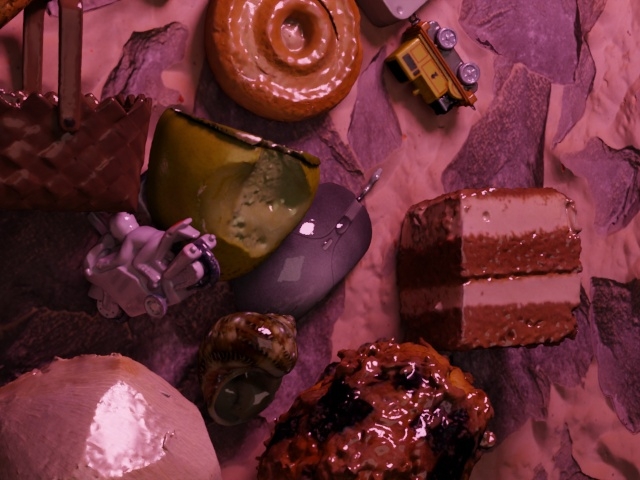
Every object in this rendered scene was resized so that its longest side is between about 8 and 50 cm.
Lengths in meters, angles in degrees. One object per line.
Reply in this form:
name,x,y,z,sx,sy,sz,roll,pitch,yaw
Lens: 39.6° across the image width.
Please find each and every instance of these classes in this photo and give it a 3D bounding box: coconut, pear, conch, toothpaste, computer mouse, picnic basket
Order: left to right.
picnic basket,-0.398,-0.197,1.286,0.291,0.254,0.321,0,102,-27
coconut,-0.323,0.333,1.264,0.360,0.346,0.346,43,73,-26
toothpaste,-0.252,-0.088,1.465,0.266,0.061,0.096,-42,108,-13
pear,-0.147,-0.059,1.415,0.292,0.159,0.292,-15,122,-26
conch,-0.117,0.197,1.468,0.181,0.124,0.187,-17,128,-5
computer mouse,0.000,0.000,1.554,0.167,0.090,0.379,47,70,-17

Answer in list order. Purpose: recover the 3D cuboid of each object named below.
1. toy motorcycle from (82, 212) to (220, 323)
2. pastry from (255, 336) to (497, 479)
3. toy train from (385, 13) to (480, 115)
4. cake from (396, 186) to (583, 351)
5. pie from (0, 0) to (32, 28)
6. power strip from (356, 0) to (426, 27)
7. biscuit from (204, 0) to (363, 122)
toy motorcycle,-0.274,0.033,1.358,0.171,0.260,0.110,63,33,-9
pastry,0.081,0.341,1.403,0.405,0.337,0.292,-38,110,4
toy train,0.211,-0.317,1.656,0.127,0.089,0.219,-39,105,-9
cake,0.292,0.056,1.596,0.282,0.255,0.290,-3,86,-22
pie,-0.469,-0.367,1.262,0.273,0.273,0.069,-51,130,-16
power strip,0.135,-0.555,1.601,0.229,0.141,0.261,-44,109,-20
biscuit,-0.056,-0.351,1.531,0.296,0.102,0.296,2,86,-25
